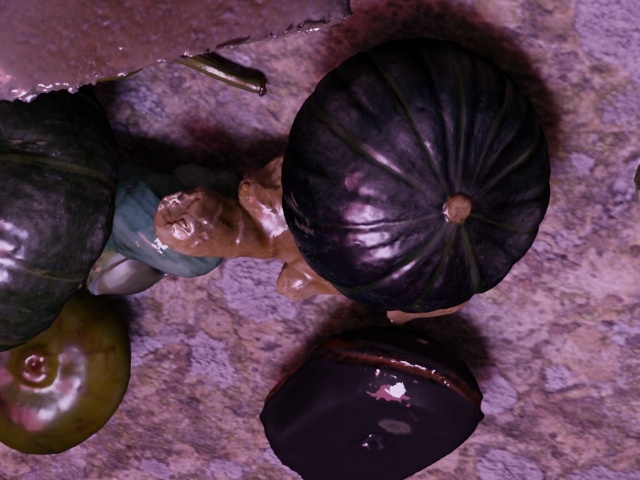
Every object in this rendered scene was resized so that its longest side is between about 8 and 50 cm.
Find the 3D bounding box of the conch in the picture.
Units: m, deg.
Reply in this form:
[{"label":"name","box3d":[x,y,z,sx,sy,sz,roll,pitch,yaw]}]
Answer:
[{"label":"conch","box3d":[-0.164,-0.013,1.932,0.188,0.122,0.176,-5,150,34]}]

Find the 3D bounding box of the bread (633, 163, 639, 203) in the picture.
[{"label":"bread","box3d":[0.339,-0.026,1.676,0.129,0.111,0.114,-1,130,30]}]

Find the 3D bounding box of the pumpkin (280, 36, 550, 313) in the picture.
[{"label":"pumpkin","box3d":[0.080,-0.063,1.706,0.250,0.216,0.250,-8,129,-10]}]

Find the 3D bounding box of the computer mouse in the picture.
[{"label":"computer mouse","box3d":[0.057,0.171,2.026,0.183,0.116,0.323,26,150,-14]}]

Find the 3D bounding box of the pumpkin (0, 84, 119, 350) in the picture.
[{"label":"pumpkin","box3d":[-0.324,-0.040,1.836,0.207,0.300,0.300,10,153,-40]}]

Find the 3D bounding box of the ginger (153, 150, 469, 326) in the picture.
[{"label":"ginger","box3d":[0.000,0.000,1.871,0.333,0.148,0.081,28,179,-26]}]

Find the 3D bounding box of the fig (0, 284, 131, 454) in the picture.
[{"label":"fig","box3d":[-0.304,0.131,2.129,0.203,0.203,0.225,22,177,3]}]

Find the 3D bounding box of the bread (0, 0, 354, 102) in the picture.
[{"label":"bread","box3d":[-0.141,-0.227,1.611,0.337,0.183,0.102,-14,179,-13]}]

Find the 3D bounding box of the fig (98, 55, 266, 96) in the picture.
[{"label":"fig","box3d":[-0.153,-0.191,1.755,0.149,0.149,0.245,-20,145,40]}]
